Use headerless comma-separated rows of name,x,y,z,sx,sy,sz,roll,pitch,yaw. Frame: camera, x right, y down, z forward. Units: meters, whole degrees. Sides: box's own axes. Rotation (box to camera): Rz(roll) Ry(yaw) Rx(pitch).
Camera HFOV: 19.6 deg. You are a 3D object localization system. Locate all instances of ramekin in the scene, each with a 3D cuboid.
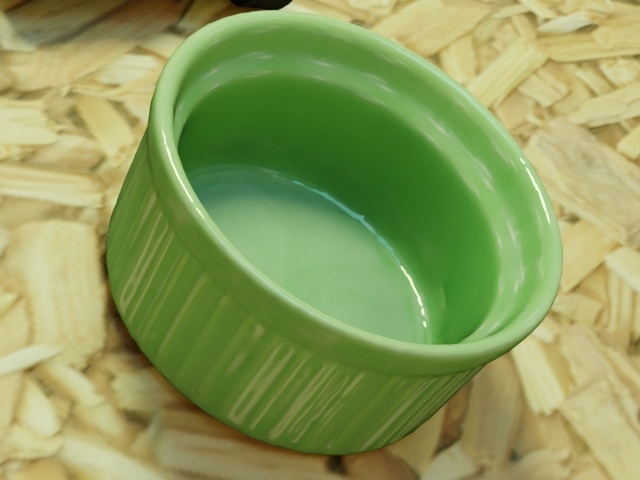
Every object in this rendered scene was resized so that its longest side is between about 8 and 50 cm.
ramekin,0.000,0.000,1.275,0.303,0.148,0.303,19,43,-18

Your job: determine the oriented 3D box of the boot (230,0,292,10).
boot,-0.166,-0.336,1.497,0.260,0.131,0.348,2,51,-34
